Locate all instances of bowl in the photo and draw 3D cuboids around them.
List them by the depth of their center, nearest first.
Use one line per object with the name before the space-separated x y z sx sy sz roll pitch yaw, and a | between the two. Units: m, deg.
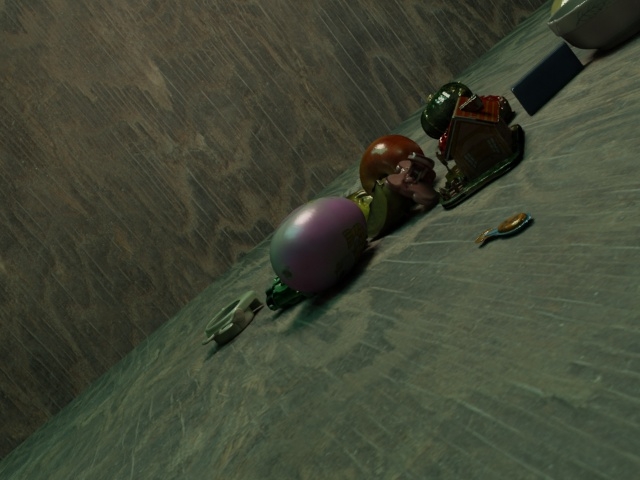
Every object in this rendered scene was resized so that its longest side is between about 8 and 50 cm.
bowl | 0.709 -0.564 1.706 0.287 0.144 0.287 -37 9 7

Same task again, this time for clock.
clock | -0.249 0.224 1.945 0.151 0.062 0.191 -34 10 30

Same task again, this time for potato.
potato | 0.172 -0.065 1.677 0.100 0.089 0.172 -14 -43 -29

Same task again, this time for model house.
model house | 0.314 -0.214 1.533 0.207 0.154 0.294 -34 11 25

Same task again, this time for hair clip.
hair clip | 0.217 -0.143 1.629 0.138 0.123 0.102 -19 -47 -84

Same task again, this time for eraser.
eraser | 0.550 -0.395 1.711 0.225 0.082 0.036 -42 7 -15

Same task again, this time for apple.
apple | 0.190 -0.180 1.802 0.199 0.199 0.199 -38 8 7

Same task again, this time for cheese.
cheese | 0.283 -0.019 1.092 0.047 0.017 0.111 -42 8 -35

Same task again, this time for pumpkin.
pumpkin | 0.396 -0.401 2.187 0.190 0.146 0.190 -36 9 7

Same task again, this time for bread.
bread | 0.085 -0.064 1.900 0.213 0.105 0.213 -41 6 5

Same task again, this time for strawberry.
strawberry | 0.387 -0.310 1.867 0.236 0.111 0.190 -31 14 49

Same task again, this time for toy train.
toy train | -0.065 0.114 1.727 0.178 0.071 0.105 -30 23 40

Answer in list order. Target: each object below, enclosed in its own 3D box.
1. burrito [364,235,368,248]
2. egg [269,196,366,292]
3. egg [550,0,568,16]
burrito | 0.068 -0.032 1.751 0.051 0.042 0.171 -49 38 8
egg | 0.000 0.000 1.593 0.196 0.196 0.271 -30 23 49
egg | 0.765 -0.682 2.059 0.201 0.164 0.164 -41 8 0
